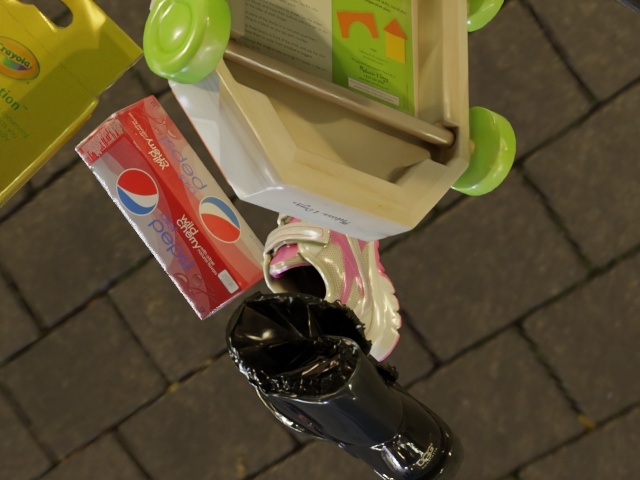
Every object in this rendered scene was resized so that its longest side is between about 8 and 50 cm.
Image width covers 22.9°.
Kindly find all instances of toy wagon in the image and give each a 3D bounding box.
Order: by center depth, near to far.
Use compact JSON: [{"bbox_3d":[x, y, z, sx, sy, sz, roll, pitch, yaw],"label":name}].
[{"bbox_3d":[0.010,-0.177,0.979,0.068,0.267,0.344,-18,64,42],"label":"toy wagon"}]

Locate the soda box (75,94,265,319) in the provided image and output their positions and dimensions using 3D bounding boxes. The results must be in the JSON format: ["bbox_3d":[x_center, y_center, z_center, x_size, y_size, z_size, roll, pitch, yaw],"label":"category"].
[{"bbox_3d":[-0.173,-0.041,1.919,0.083,0.092,0.263,-36,91,34],"label":"soda box"}]

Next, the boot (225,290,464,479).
[{"bbox_3d":[-0.012,0.098,1.289,0.094,0.207,0.246,-51,44,-8],"label":"boot"}]

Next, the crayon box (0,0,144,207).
[{"bbox_3d":[-0.313,-0.095,1.192,0.202,0.081,0.318,46,79,-6],"label":"crayon box"}]

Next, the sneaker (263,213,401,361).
[{"bbox_3d":[0.000,0.000,1.566,0.103,0.111,0.252,-33,60,42],"label":"sneaker"}]

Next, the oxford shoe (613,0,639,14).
[{"bbox_3d":[0.114,-0.185,0.807,0.096,0.227,0.083,8,69,56],"label":"oxford shoe"}]

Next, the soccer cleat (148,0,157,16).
[{"bbox_3d":[-0.144,-0.219,1.669,0.076,0.196,0.068,-13,136,4],"label":"soccer cleat"}]
